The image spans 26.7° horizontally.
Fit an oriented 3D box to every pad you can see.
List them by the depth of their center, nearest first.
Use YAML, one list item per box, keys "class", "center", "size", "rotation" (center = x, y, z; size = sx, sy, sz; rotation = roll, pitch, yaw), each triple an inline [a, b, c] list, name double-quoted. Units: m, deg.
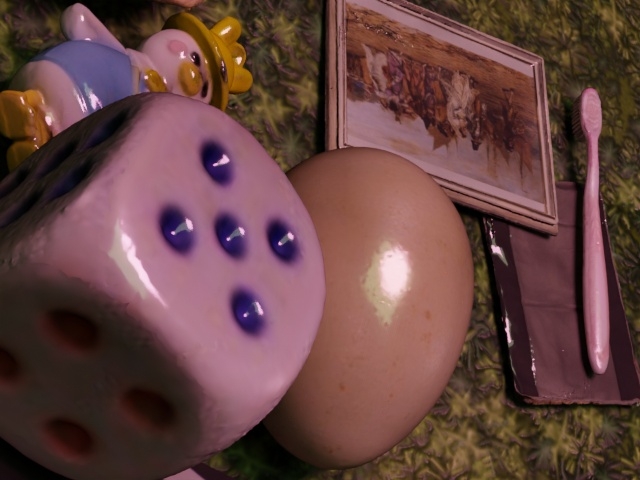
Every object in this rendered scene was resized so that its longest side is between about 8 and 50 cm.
- class: "pad"
  center: [0.230, 0.047, 1.303]
  size: [0.174, 0.022, 0.233]
  rotation: [3, 68, -35]

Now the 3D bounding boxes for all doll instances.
- class: "doll"
  center: [-0.150, -0.114, 1.047]
  size: [0.241, 0.099, 0.135]
  rotation: [-28, 81, -38]

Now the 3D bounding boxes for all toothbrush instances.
- class: "toothbrush"
  center: [0.265, -0.013, 1.329]
  size: [0.025, 0.029, 0.307]
  rotation: [12, 64, -19]

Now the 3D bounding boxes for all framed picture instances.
- class: "framed picture"
  center: [0.120, -0.131, 1.286]
  size: [0.274, 0.017, 0.217]
  rotation: [15, 59, -30]

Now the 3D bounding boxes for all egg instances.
- class: "egg"
  center: [0.022, 0.050, 1.044]
  size: [0.189, 0.188, 0.253]
  rotation: [16, 72, -30]

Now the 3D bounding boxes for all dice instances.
- class: "dice"
  center: [-0.124, 0.032, 0.881]
  size: [0.192, 0.193, 0.194]
  rotation: [49, 39, -22]

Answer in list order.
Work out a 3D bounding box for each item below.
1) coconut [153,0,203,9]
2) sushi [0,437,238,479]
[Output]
- class: "coconut"
  center: [-0.139, -0.309, 1.056]
  size: [0.197, 0.237, 0.236]
  rotation: [16, 59, -63]
- class: "sushi"
  center: [-0.155, 0.269, 0.891]
  size: [0.339, 0.069, 0.320]
  rotation: [31, 41, -30]
